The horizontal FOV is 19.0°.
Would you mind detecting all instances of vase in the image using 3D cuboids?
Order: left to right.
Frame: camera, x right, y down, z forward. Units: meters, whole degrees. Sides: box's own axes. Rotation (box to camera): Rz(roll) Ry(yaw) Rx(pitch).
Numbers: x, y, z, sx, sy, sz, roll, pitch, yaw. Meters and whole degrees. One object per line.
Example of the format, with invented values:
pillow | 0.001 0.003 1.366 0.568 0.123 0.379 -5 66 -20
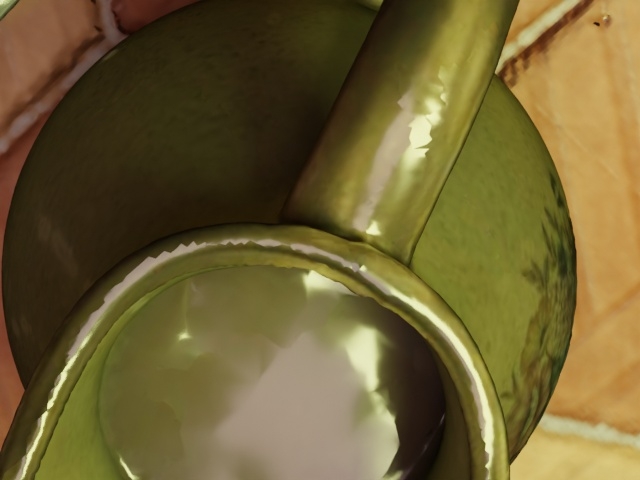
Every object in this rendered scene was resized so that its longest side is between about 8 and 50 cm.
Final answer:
vase | 0.000 0.000 0.735 0.241 0.302 0.329 22 112 -5

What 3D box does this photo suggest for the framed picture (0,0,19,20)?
framed picture | -0.185 -0.191 0.757 0.293 0.018 0.231 -46 114 0
